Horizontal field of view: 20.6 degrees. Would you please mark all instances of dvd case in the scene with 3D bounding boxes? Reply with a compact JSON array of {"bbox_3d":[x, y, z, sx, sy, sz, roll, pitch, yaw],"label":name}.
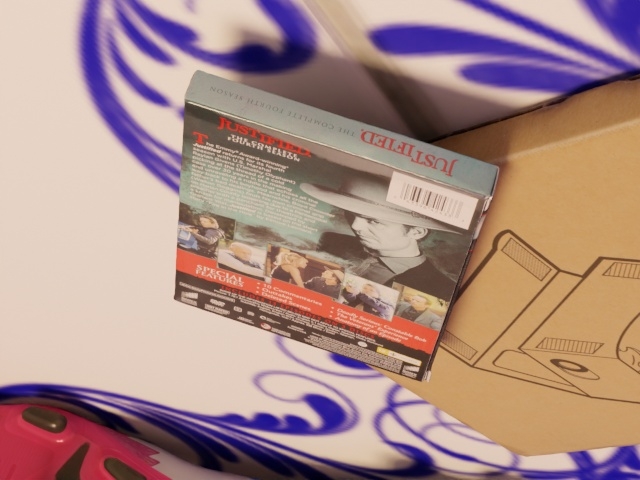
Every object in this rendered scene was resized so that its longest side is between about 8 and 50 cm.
[{"bbox_3d":[0.000,0.000,0.515,0.087,0.013,0.119,18,152,4],"label":"dvd case"}]

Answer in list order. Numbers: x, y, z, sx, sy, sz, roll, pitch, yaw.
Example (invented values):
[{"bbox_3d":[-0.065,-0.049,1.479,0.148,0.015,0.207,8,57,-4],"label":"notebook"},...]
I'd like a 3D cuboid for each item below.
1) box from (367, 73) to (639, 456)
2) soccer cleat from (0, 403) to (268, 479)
[{"bbox_3d":[0.085,0.018,0.537,0.164,0.021,0.201,35,148,-31],"label":"box"},{"bbox_3d":[-0.048,0.158,0.778,0.331,0.116,0.143,8,152,17],"label":"soccer cleat"}]
